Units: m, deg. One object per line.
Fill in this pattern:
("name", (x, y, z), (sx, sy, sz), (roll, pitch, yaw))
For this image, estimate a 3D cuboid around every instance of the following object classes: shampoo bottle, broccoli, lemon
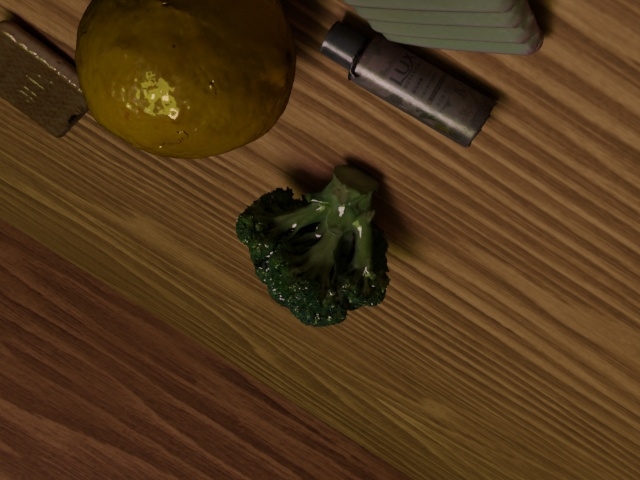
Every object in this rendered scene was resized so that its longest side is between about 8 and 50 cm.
("shampoo bottle", (0.101, -0.189, 1.029), (0.214, 0.072, 0.072), (31, 157, 3))
("broccoli", (0.000, 0.000, 1.371), (0.270, 0.270, 0.270), (30, 128, 4))
("lemon", (-0.165, -0.223, 1.068), (0.284, 0.260, 0.260), (33, 162, 36))

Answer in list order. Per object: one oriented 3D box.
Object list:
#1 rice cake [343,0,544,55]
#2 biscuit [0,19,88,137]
("rice cake", (0.117, -0.237, 0.875), (0.198, 0.037, 0.189), (15, 175, 30))
("biscuit", (-0.540, -0.301, 1.650), (0.217, 0.044, 0.325), (39, 157, -18))
